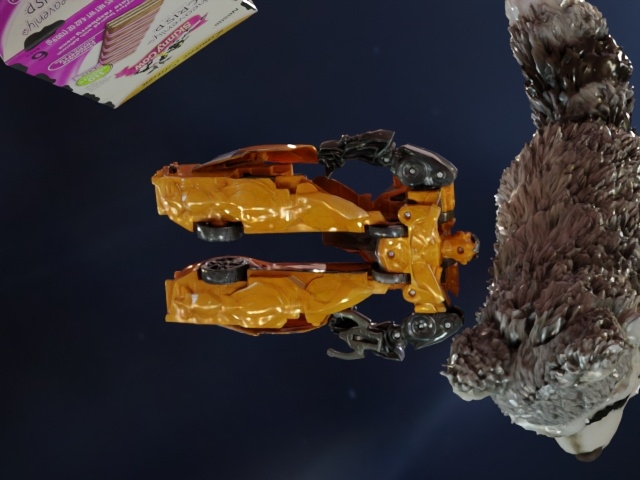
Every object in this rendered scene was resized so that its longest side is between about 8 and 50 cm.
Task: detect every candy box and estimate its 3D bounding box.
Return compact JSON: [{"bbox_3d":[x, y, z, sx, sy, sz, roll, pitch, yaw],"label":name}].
[{"bbox_3d":[-0.162,-0.192,1.480,0.159,0.233,0.071,-33,-101,11],"label":"candy box"}]

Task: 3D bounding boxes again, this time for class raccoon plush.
[{"bbox_3d":[0.183,-0.026,1.626,0.216,0.446,0.299,-34,166,28],"label":"raccoon plush"}]

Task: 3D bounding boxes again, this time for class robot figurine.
[{"bbox_3d":[0.000,0.000,1.626,0.291,0.211,0.085,1,-163,14],"label":"robot figurine"}]
